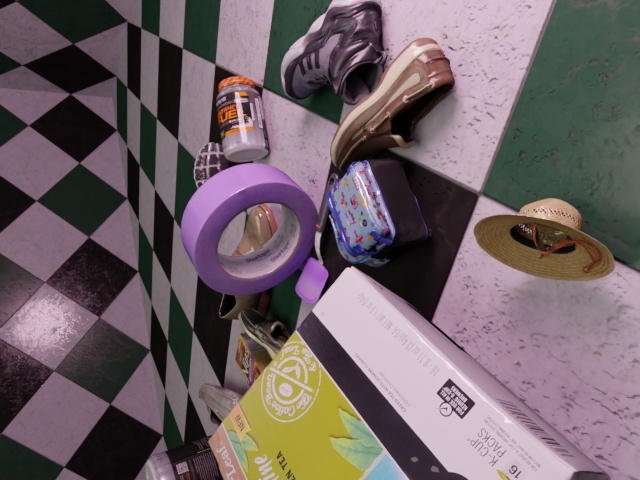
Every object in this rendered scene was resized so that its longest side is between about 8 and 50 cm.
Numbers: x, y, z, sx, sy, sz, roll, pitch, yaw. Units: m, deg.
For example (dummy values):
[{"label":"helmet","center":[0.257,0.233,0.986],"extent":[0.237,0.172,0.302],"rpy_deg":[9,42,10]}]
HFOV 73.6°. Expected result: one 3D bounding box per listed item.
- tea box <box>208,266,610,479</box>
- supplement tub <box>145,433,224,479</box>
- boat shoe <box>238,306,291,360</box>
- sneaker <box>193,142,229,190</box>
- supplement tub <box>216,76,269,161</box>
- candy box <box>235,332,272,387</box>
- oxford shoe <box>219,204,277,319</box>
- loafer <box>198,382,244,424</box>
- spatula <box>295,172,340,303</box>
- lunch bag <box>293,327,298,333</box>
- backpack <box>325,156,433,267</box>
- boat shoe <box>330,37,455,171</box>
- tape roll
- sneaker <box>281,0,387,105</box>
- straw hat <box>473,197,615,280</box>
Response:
[{"label":"tea box","center":[0.084,0.272,0.535],"extent":[0.323,0.220,0.329],"rpy_deg":[-53,44,4]},{"label":"supplement tub","center":[-0.327,0.677,1.247],"extent":[0.194,0.316,0.193],"rpy_deg":[16,109,55]},{"label":"boat shoe","center":[-0.118,0.233,1.073],"extent":[0.223,0.080,0.073],"rpy_deg":[40,114,30]},{"label":"sneaker","center":[-0.353,-0.173,1.356],"extent":[0.110,0.107,0.275],"rpy_deg":[-142,54,-59]},{"label":"supplement tub","center":[-0.199,-0.304,1.081],"extent":[0.117,0.117,0.190],"rpy_deg":[-20,78,56]},{"label":"candy box","center":[-0.180,0.362,1.216],"extent":[0.186,0.053,0.109],"rpy_deg":[47,133,44]},{"label":"oxford shoe","center":[-0.192,0.071,1.116],"extent":[0.123,0.130,0.348],"rpy_deg":[39,126,47]},{"label":"loafer","center":[-0.333,0.541,1.403],"extent":[0.319,0.112,0.111],"rpy_deg":[-17,46,56]},{"label":"spatula","center":[0.000,0.000,0.905],"extent":[0.084,0.030,0.296],"rpy_deg":[39,126,46]},{"label":"lunch bag","center":[-0.014,0.234,0.930],"extent":[0.098,0.067,0.065],"rpy_deg":[24,115,51]},{"label":"backpack","center":[0.076,-0.033,0.710],"extent":[0.173,0.117,0.158],"rpy_deg":[-42,60,54]},{"label":"boat shoe","center":[0.104,-0.179,0.667],"extent":[0.257,0.095,0.095],"rpy_deg":[-49,61,47]},{"label":"tape roll","center":[-0.143,-0.018,0.897],"extent":[0.090,0.275,0.274],"rpy_deg":[46,131,42]},{"label":"sneaker","center":[0.018,-0.297,0.765],"extent":[0.269,0.101,0.153],"rpy_deg":[-29,68,52]},{"label":"straw hat","center":[0.255,-0.013,0.483],"extent":[0.144,0.144,0.061],"rpy_deg":[2,59,56]}]
